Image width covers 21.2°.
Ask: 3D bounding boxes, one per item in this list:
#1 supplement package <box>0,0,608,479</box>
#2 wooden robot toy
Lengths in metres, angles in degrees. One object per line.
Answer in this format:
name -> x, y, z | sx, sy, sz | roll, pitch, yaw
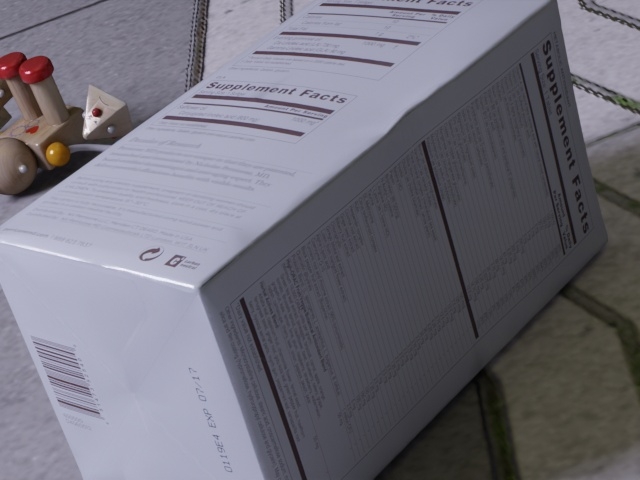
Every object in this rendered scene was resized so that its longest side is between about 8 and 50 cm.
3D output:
supplement package -> 0.000, 0.000, 0.761 | 0.133, 0.139, 0.244 | 11, 39, 41
wooden robot toy -> -0.194, -0.066, 1.066 | 0.173, 0.076, 0.079 | 11, 51, 43
